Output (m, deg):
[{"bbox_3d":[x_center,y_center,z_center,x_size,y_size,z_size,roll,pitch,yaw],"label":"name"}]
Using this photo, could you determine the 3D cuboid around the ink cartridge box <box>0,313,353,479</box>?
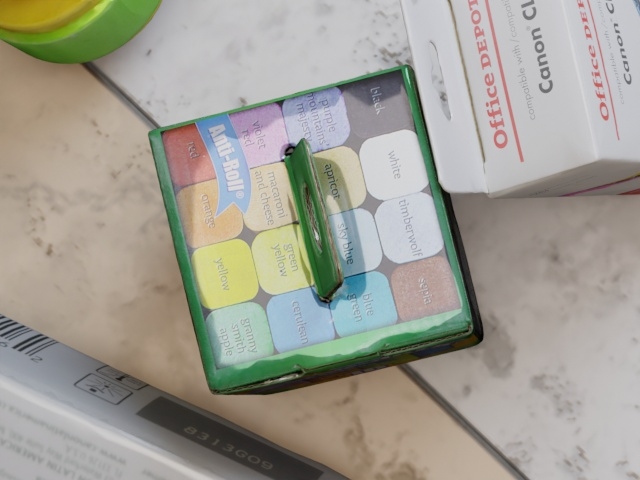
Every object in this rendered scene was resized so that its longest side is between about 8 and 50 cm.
[{"bbox_3d":[-0.188,0.242,0.980,0.308,0.091,0.385,24,105,8],"label":"ink cartridge box"}]

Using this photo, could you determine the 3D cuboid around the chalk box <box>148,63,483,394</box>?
[{"bbox_3d":[0.000,0.000,0.894,0.132,0.213,0.132,-14,83,6],"label":"chalk box"}]

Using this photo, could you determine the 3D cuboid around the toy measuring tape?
[{"bbox_3d":[-0.192,-0.123,0.988,0.330,0.121,0.121,-29,82,12],"label":"toy measuring tape"}]

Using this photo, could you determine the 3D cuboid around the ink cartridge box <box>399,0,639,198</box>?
[{"bbox_3d":[0.126,-0.083,0.893,0.067,0.198,0.115,-18,81,38],"label":"ink cartridge box"}]
